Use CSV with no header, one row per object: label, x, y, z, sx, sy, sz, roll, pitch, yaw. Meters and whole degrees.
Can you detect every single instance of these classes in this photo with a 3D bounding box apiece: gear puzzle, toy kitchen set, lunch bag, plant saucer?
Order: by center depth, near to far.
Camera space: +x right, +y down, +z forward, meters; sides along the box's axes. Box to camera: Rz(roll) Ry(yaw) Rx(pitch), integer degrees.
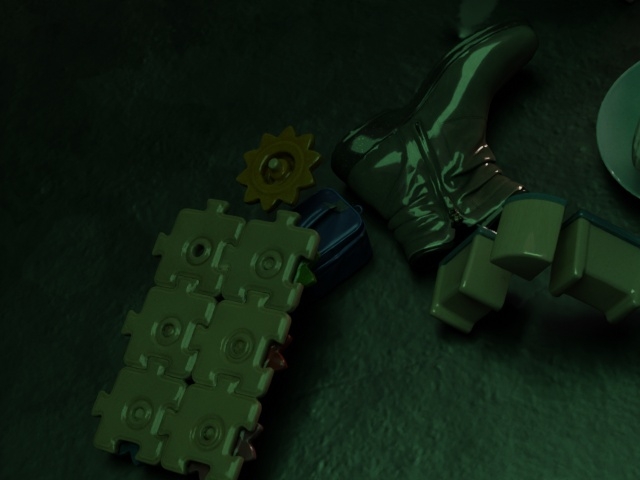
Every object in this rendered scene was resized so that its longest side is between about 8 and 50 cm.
toy kitchen set,0.229,0.031,1.278,0.207,0.166,0.122,26,57,-11
gear puzzle,-0.083,0.051,1.319,0.175,0.044,0.339,9,72,33
plant saucer,0.353,-0.096,1.340,0.195,0.037,0.195,-7,56,11
lunch bag,0.000,0.000,1.358,0.098,0.065,0.067,-39,57,-10

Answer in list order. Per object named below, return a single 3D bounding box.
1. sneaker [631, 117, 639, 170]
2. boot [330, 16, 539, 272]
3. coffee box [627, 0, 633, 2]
sneaker,0.393,-0.151,1.212,0.127,0.321,0.126,24,41,-14
boot,0.145,-0.086,1.377,0.246,0.083,0.161,-40,63,-5
coffee box,0.269,-0.510,1.446,0.338,0.337,0.334,37,74,30
